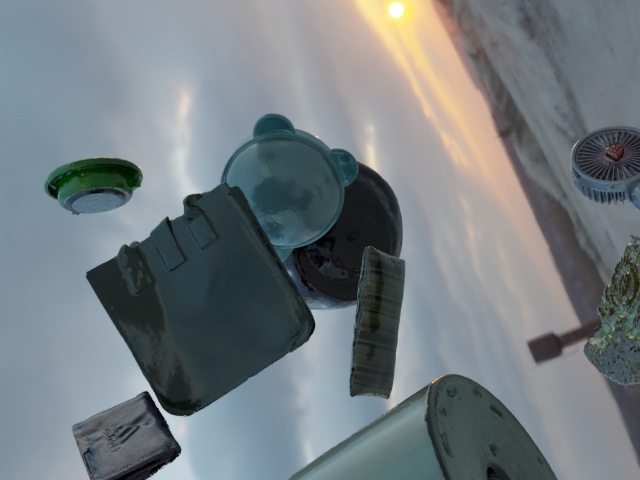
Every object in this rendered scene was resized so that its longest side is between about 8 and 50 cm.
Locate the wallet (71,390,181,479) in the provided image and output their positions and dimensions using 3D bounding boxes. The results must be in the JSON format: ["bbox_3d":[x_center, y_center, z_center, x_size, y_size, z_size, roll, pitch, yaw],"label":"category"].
[{"bbox_3d":[-0.242,0.251,1.031,0.166,0.111,0.030,34,143,60],"label":"wallet"}]

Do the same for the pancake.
[{"bbox_3d":[0.427,0.084,1.067,0.376,0.054,0.197,113,159,-69],"label":"pancake"}]

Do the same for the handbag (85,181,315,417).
[{"bbox_3d":[-0.164,0.081,1.146,0.260,0.247,0.079,59,-172,3],"label":"handbag"}]

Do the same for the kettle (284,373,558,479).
[{"bbox_3d":[0.017,0.222,0.543,0.165,0.255,0.240,60,-156,14],"label":"kettle"}]

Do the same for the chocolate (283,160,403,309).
[{"bbox_3d":[0.000,0.000,1.712,0.331,0.383,0.383,21,151,51],"label":"chocolate"}]

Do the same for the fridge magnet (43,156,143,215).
[{"bbox_3d":[-0.484,-0.119,1.773,0.208,0.208,0.088,32,-138,-66],"label":"fridge magnet"}]

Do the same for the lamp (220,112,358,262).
[{"bbox_3d":[-0.077,-0.068,1.416,0.209,0.284,0.147,30,-138,-9],"label":"lamp"}]

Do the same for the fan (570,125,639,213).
[{"bbox_3d":[0.470,-0.082,1.214,0.244,0.130,0.074,55,171,46],"label":"fan"}]

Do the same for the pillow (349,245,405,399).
[{"bbox_3d":[0.079,0.117,1.148,0.113,0.038,0.203,21,-106,-55],"label":"pillow"}]
